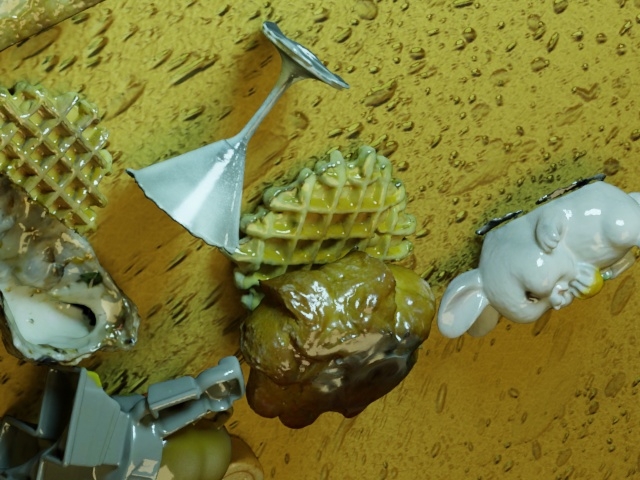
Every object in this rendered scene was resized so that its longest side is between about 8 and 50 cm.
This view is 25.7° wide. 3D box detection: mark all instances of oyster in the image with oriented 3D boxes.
[{"bbox_3d":[-0.310,0.035,1.576,0.166,0.094,0.294,-38,129,-27],"label":"oyster"}]

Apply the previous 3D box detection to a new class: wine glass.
[{"bbox_3d":[-0.084,-0.118,1.557,0.156,0.156,0.232,27,104,-47],"label":"wine glass"}]

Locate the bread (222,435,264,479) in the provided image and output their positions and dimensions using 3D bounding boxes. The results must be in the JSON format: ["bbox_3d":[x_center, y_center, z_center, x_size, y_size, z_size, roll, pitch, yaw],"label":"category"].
[{"bbox_3d":[-0.155,0.338,1.951,0.149,0.073,0.122,-37,137,-4],"label":"bread"}]

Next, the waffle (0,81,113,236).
[{"bbox_3d":[-0.299,-0.084,1.473,0.192,0.046,0.160,1,107,-42],"label":"waffle"}]

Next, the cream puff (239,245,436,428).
[{"bbox_3d":[0.020,0.122,1.751,0.269,0.155,0.241,-28,145,-8],"label":"cream puff"}]

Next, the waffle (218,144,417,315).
[{"bbox_3d":[0.001,0.002,1.788,0.261,0.056,0.250,-36,139,-2],"label":"waffle"}]

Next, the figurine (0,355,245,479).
[{"bbox_3d":[-0.235,0.258,1.749,0.285,0.167,0.342,14,152,-38],"label":"figurine"}]

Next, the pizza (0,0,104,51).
[{"bbox_3d":[-0.304,-0.303,1.273,0.268,0.087,0.258,-27,133,-16],"label":"pizza"}]

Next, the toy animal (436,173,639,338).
[{"bbox_3d":[0.315,0.029,1.979,0.325,0.154,0.208,-30,164,20],"label":"toy animal"}]
